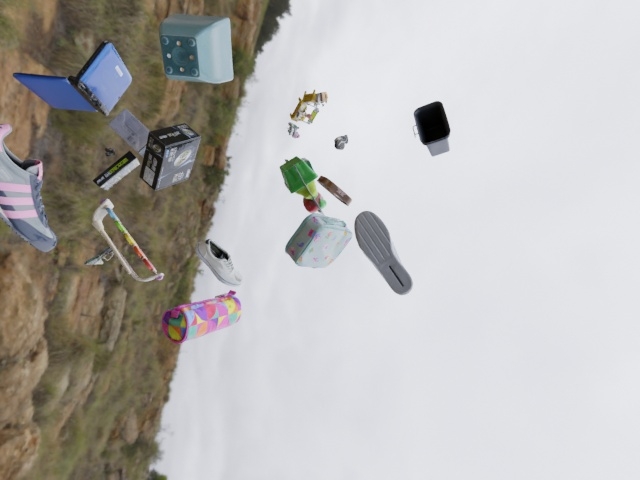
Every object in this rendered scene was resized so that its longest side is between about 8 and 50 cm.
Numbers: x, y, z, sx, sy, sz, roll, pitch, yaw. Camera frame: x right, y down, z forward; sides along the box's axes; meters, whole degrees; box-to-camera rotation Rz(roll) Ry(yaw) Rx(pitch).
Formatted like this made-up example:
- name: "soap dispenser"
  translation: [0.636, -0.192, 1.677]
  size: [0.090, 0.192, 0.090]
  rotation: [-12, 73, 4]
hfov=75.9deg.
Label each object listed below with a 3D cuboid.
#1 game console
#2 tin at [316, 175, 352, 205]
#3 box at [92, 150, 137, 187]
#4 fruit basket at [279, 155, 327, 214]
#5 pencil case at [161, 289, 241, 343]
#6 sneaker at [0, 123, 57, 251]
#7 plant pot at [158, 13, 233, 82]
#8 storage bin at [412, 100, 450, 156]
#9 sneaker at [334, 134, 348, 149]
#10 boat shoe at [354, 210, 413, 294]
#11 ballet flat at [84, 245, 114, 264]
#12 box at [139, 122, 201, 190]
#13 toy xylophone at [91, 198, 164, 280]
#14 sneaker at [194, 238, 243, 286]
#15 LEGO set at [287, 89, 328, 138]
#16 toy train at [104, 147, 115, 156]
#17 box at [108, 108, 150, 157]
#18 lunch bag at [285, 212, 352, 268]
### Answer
- name: "game console"
  translation: [-0.793, -0.537, 1.351]
  size: [0.250, 0.173, 0.293]
  rotation: [-58, -170, -7]
- name: "tin"
  translation: [0.063, -0.217, 1.786]
  size: [0.040, 0.189, 0.106]
  rotation: [-55, -148, -3]
- name: "box"
  translation: [-0.832, -0.282, 1.686]
  size: [0.184, 0.045, 0.190]
  rotation: [-47, -164, -12]
- name: "fruit basket"
  translation: [-0.052, -0.248, 2.044]
  size: [0.165, 0.353, 0.327]
  rotation: [-39, -159, 1]
- name: "pencil case"
  translation: [-0.319, 0.207, 1.134]
  size: [0.104, 0.236, 0.105]
  rotation: [3, -84, 25]
- name: "sneaker"
  translation: [-0.674, -0.111, 0.935]
  size: [0.112, 0.131, 0.319]
  rotation: [39, -26, 39]
- name: "plant pot"
  translation: [-0.513, -0.754, 1.646]
  size: [0.252, 0.247, 0.247]
  rotation: [-76, 171, -57]
- name: "storage bin"
  translation: [0.321, -0.310, 1.180]
  size: [0.098, 0.091, 0.135]
  rotation: [-16, -121, 19]
- name: "sneaker"
  translation: [0.067, -0.350, 1.477]
  size: [0.109, 0.043, 0.040]
  rotation: [-54, 137, -56]
- name: "boat shoe"
  translation: [0.219, 0.052, 1.505]
  size: [0.336, 0.121, 0.119]
  rotation: [63, -2, 3]
- name: "ballet flat"
  translation: [-0.763, 0.060, 1.434]
  size: [0.114, 0.041, 0.041]
  rotation: [-46, -178, -39]
- name: "box"
  translation: [-0.479, -0.265, 1.308]
  size: [0.147, 0.077, 0.180]
  rotation: [-39, 165, -52]
- name: "toy xylophone"
  translation: [-0.634, 0.016, 1.339]
  size: [0.081, 0.323, 0.236]
  rotation: [-36, -166, -19]
- name: "sneaker"
  translation: [-0.405, 0.098, 1.702]
  size: [0.091, 0.258, 0.094]
  rotation: [-23, -147, 35]
- name: "LEGO set"
  translation: [-0.033, -0.555, 1.749]
  size: [0.287, 0.107, 0.132]
  rotation: [-33, -128, 48]
- name: "toy train"
  translation: [-0.827, -0.349, 1.613]
  size: [0.158, 0.036, 0.027]
  rotation: [28, -56, 58]
- name: "box"
  translation: [-0.658, -0.357, 1.578]
  size: [0.087, 0.169, 0.290]
  rotation: [-47, 169, -8]
- name: "lunch bag"
  translation: [0.000, 0.000, 1.686]
  size: [0.108, 0.279, 0.224]
  rotation: [42, -72, 28]
